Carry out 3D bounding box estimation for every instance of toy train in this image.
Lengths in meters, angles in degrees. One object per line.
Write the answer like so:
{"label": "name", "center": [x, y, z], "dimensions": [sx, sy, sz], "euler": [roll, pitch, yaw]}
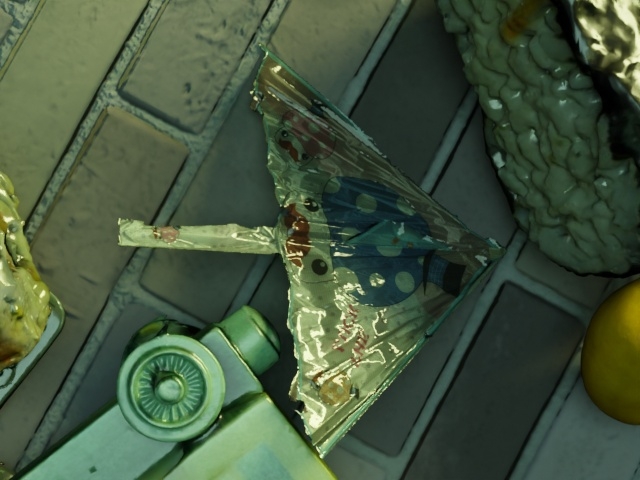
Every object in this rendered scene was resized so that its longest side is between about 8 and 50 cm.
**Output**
{"label": "toy train", "center": [-0.162, 0.241, 1.231], "dimensions": [0.397, 0.160, 0.253], "euler": [-38, 95, -5]}

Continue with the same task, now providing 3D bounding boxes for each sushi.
{"label": "sushi", "center": [-0.320, -0.005, 1.203], "dimensions": [0.139, 0.184, 0.274], "euler": [-23, 43, -7]}
{"label": "sushi", "center": [0.237, -0.142, 1.243], "dimensions": [0.171, 0.211, 0.350], "euler": [-23, 87, -29]}

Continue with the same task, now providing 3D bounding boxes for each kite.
{"label": "kite", "center": [0.000, 0.000, 1.263], "dimensions": [0.368, 0.014, 0.406], "euler": [3, 61, -22]}

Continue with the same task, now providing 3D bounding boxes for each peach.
{"label": "peach", "center": [0.316, 0.095, 1.254], "dimensions": [0.179, 0.179, 0.103], "euler": [-6, 50, -3]}

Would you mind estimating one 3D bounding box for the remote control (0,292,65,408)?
{"label": "remote control", "center": [-0.315, 0.130, 1.282], "dimensions": [0.072, 0.042, 0.222], "euler": [38, 84, 0]}
